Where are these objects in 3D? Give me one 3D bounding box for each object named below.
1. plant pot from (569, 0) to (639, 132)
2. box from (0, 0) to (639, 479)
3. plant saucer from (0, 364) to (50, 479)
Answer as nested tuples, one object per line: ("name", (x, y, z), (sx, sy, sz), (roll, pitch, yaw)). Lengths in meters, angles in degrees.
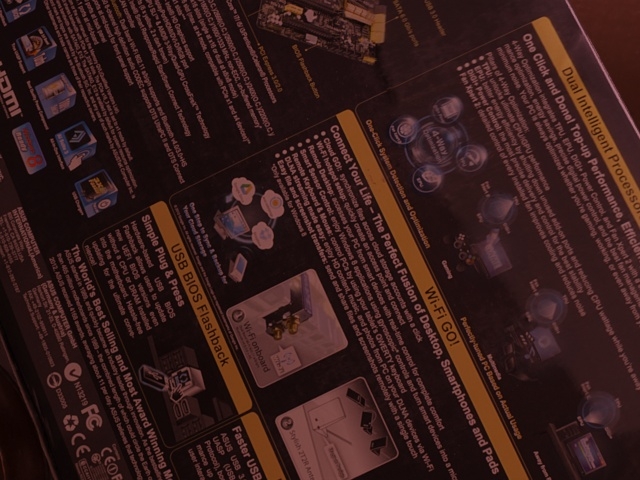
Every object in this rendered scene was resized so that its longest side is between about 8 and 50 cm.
("plant pot", (0.212, -0.098, 1.007), (0.263, 0.229, 0.263), (41, 37, -42))
("box", (0.000, 0.000, 0.875), (0.318, 0.097, 0.395), (-27, 71, 6))
("plant saucer", (-0.217, 0.119, 0.884), (0.168, 0.029, 0.168), (9, 67, -23))
